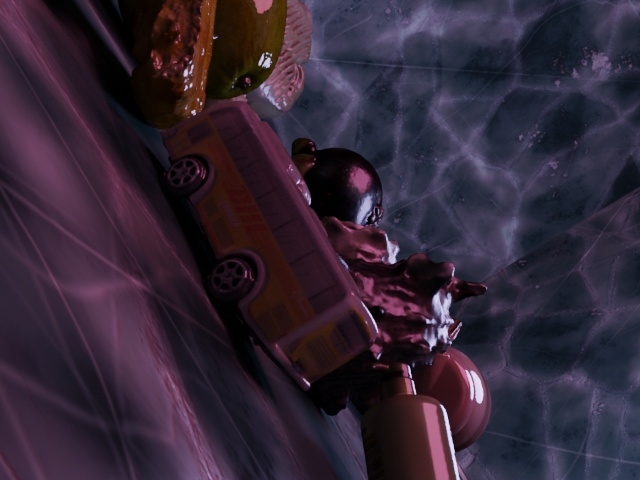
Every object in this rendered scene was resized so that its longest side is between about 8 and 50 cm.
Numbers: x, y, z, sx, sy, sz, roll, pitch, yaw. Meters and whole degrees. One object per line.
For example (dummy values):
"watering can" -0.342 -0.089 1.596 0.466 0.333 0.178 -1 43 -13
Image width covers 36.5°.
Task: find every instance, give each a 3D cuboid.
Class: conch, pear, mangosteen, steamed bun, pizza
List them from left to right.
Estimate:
"pizza" -0.135 -0.247 0.947 0.280 0.075 0.288 137 -39 -82
"pear" -0.149 -0.300 1.227 0.269 0.212 0.212 60 3 22
"steamed bun" -0.170 -0.416 1.974 0.324 0.219 0.310 50 46 -48
"mangosteen" 0.006 -0.079 1.828 0.243 0.243 0.243 59 2 -4
"conch" 0.026 0.051 1.002 0.240 0.186 0.313 32 17 11

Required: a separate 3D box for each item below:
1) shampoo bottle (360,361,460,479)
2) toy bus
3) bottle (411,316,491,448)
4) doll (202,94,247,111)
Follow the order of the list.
"shampoo bottle" 0.077 0.184 0.849 0.079 0.079 0.162 55 24 -58
"toy bus" -0.050 -0.007 0.805 0.268 0.106 0.092 61 2 39
"bottle" 0.178 0.230 1.519 0.173 0.206 0.297 14 -9 16
"doll" -0.156 -0.246 1.517 0.154 0.119 0.278 52 11 -43
